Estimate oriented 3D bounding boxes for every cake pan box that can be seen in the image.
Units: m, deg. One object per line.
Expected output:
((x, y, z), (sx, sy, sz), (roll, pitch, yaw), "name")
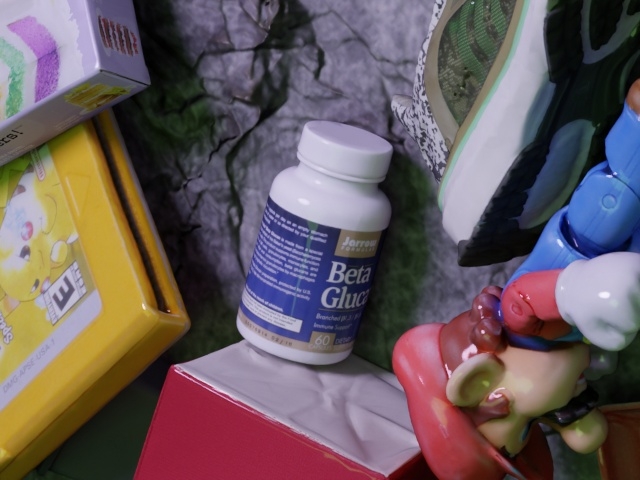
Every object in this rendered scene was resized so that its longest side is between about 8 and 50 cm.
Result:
((-0.266, -0.196, 1.362), (0.246, 0.070, 0.267), (-22, 69, 28), "cake pan box")

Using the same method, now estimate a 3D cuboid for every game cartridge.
((-0.262, 0.045, 1.389), (0.323, 0.052, 0.285), (-41, 54, 26), "game cartridge")

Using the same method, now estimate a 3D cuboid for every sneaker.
((0.129, -0.175, 1.123), (0.182, 0.158, 0.410), (46, 136, 30), "sneaker")

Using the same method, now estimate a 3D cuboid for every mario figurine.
((0.186, 0.052, 1.127), (0.320, 0.198, 0.170), (-57, 42, 22), "mario figurine")

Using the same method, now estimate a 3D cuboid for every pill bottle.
((0.000, 0.000, 1.287), (0.094, 0.094, 0.169), (23, 110, 22), "pill bottle")

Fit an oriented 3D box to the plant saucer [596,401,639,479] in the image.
((0.339, 0.222, 1.184), (0.259, 0.048, 0.258), (-9, 95, 29), "plant saucer")

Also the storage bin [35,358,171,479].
((-0.170, 0.144, 1.411), (0.091, 0.098, 0.135), (28, 114, -10), "storage bin")

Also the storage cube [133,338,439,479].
((-0.018, 0.198, 1.285), (0.215, 0.183, 0.193), (25, 109, 22), "storage cube")
